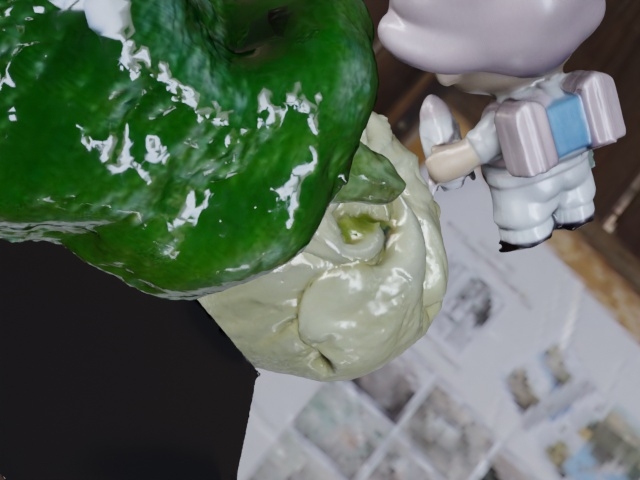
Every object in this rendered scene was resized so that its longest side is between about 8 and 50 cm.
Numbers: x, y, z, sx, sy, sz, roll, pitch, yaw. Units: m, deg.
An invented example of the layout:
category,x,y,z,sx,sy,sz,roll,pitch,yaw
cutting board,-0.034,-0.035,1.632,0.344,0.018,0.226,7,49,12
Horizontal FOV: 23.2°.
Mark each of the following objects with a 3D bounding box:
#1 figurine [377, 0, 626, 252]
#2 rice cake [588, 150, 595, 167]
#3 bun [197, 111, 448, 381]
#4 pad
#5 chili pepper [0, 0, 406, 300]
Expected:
category,x,y,z,sx,sy,sz,roll,pitch,yaw
figurine,0.095,-0.105,0.799,0.112,0.137,0.229,-147,40,-67
rice cake,0.232,-0.080,1.417,0.121,0.022,0.022,19,-123,-72
bun,0.000,0.000,1.337,0.259,0.259,0.160,47,165,-14
pad,-0.151,0.089,1.070,0.007,0.248,0.367,-12,135,27
chili pepper,-0.082,-0.060,0.428,0.270,0.136,0.099,24,-179,-37
